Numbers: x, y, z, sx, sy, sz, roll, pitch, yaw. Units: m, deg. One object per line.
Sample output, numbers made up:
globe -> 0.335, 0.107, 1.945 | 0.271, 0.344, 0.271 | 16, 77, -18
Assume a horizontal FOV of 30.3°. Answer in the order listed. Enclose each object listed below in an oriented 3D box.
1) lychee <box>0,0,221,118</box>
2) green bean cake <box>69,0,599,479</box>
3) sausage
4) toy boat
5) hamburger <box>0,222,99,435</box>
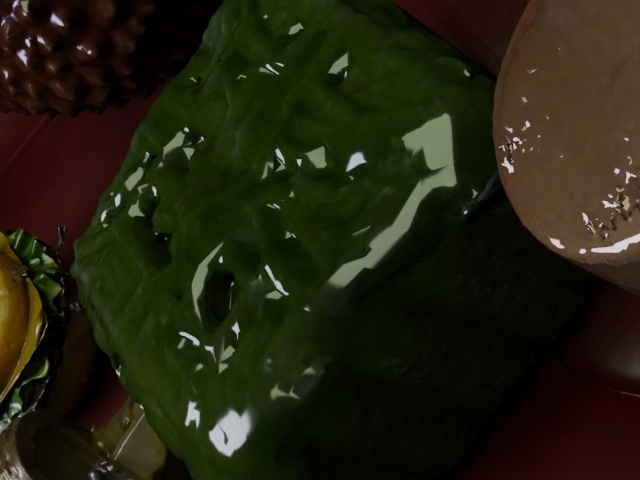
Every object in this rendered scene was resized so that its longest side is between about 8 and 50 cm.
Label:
lychee -> -0.189, -0.234, 0.837 | 0.275, 0.275, 0.304 | -24, 78, 33
green bean cake -> 0.000, 0.000, 0.636 | 0.250, 0.156, 0.247 | -53, 45, 11
sausage -> 0.159, -0.025, 0.437 | 0.123, 0.253, 0.123 | -13, 68, 35
toy boat -> -0.187, 0.191, 0.737 | 0.310, 0.115, 0.089 | -43, 20, 22
hamburger -> -0.231, 0.082, 0.849 | 0.189, 0.093, 0.164 | -44, 46, 17
